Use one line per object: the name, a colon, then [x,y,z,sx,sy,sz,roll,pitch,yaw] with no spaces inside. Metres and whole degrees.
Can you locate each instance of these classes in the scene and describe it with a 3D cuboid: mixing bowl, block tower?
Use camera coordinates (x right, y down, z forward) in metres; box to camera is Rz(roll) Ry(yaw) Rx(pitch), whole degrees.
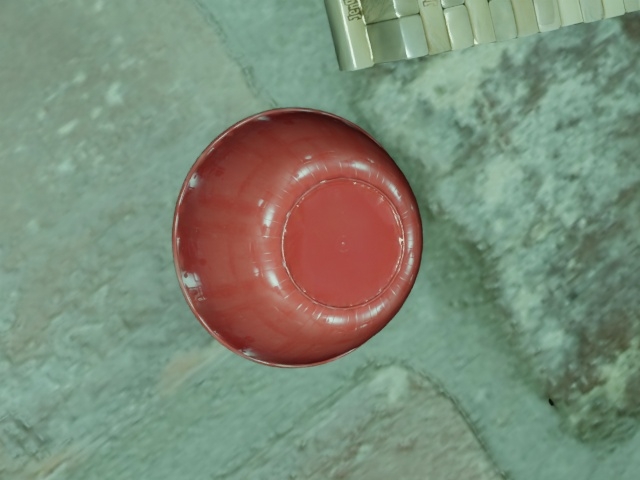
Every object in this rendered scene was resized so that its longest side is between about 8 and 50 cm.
mixing bowl: [0.000,0.000,1.339,0.181,0.098,0.181,-1,92,-20]
block tower: [0.172,-0.196,1.394,0.335,0.097,0.091,-15,96,-17]
